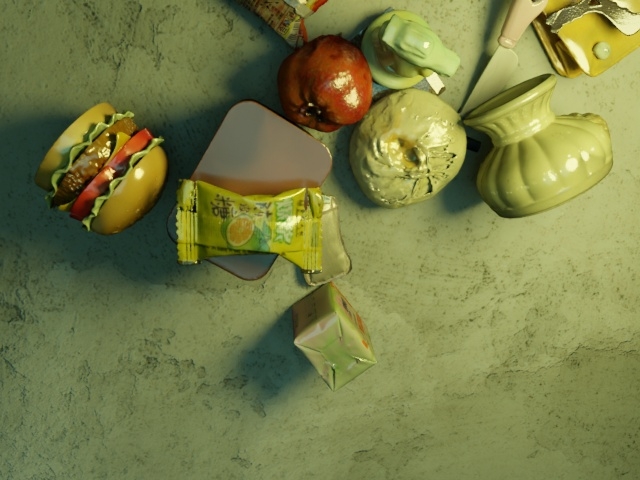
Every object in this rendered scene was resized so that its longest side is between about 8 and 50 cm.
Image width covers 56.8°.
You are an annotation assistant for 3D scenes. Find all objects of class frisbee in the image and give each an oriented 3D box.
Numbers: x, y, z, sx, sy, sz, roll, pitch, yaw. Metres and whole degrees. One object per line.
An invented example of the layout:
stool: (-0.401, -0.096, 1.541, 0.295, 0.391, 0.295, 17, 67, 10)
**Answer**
frisbee: (0.571, -0.511, 1.272, 0.187, 0.012, 0.211, -25, 97, 8)

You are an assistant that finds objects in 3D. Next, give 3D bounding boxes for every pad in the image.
pad: (0.170, -0.398, 1.384, 0.158, 0.003, 0.235, -38, 108, 7)

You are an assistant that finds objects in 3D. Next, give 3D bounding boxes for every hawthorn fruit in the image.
hawthorn fruit: (0.023, -0.362, 1.294, 0.207, 0.207, 0.243, 25, 64, -13)

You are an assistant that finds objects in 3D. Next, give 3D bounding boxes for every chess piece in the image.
chess piece: (0.185, -0.397, 1.228, 0.176, 0.298, 0.175, -1, 106, -4)

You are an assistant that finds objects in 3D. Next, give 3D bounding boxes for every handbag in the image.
handbag: (0.673, -0.577, 1.321, 0.401, 0.133, 0.283, -34, 100, 8)

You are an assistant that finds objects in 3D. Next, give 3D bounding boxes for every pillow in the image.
pillow: (0.000, 0.000, 1.478, 0.131, 0.038, 0.232, -17, 110, -4)

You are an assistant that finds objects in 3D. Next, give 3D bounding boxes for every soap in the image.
soap: (0.029, 0.233, 1.474, 0.138, 0.199, 0.182, -35, 107, 9)

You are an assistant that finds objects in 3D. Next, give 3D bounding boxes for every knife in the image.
knife: (0.416, -0.418, 1.354, 0.081, 0.043, 0.336, 12, 127, -14)

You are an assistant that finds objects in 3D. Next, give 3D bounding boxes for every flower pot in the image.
flower pot: (0.473, -0.220, 1.324, 0.307, 0.307, 0.244, -30, 103, 4)

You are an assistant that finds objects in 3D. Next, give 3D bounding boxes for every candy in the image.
candy: (-0.140, -0.025, 1.190, 0.297, 0.081, 0.187, 1, 106, -7)

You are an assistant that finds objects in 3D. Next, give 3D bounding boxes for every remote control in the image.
remote control: (0.350, -0.242, 1.448, 0.091, 0.016, 0.034, 18, 101, -12)

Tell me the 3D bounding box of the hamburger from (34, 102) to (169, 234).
hamburger: (-0.443, -0.136, 1.264, 0.212, 0.274, 0.274, 41, 100, -10)

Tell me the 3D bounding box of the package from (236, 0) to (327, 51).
package: (-0.092, -0.560, 1.238, 0.288, 0.108, 0.223, 32, 115, -18)

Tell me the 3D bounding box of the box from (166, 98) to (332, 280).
box: (-0.160, -0.127, 1.318, 0.239, 0.229, 0.339, 29, 102, -15)

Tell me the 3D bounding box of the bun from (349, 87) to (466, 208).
bun: (0.207, -0.207, 1.374, 0.287, 0.146, 0.287, -2, 109, -6)
